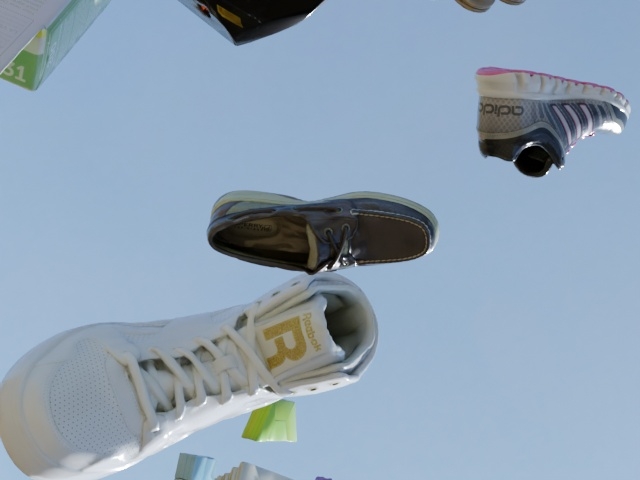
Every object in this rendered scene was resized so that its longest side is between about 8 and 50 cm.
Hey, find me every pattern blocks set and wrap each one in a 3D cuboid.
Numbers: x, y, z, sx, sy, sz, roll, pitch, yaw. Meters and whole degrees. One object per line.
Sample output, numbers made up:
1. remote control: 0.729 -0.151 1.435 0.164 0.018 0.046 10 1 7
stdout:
1. pattern blocks set: -0.062 0.287 1.731 0.026 0.325 0.285 9 -86 25

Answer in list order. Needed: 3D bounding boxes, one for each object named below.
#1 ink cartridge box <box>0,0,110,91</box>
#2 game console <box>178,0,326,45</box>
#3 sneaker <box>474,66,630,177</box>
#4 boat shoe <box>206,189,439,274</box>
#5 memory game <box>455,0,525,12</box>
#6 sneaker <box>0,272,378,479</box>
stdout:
1. ink cartridge box: -0.231 -0.135 1.046 0.171 0.235 0.056 23 -48 5
2. game console: -0.061 -0.249 0.952 0.361 0.213 0.044 42 -12 37
3. sneaker: 0.165 -0.082 1.361 0.063 0.170 0.075 13 -84 38
4. boat shoe: 0.000 0.000 1.214 0.152 0.049 0.056 1 -61 10
5. memory game: 0.081 -0.236 1.335 0.186 0.186 0.012 59 -42 19
6. sneaker: -0.078 0.081 1.291 0.169 0.292 0.108 -24 -94 34
